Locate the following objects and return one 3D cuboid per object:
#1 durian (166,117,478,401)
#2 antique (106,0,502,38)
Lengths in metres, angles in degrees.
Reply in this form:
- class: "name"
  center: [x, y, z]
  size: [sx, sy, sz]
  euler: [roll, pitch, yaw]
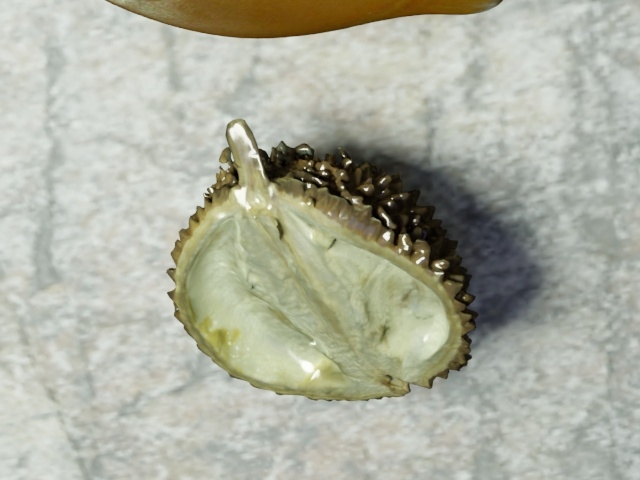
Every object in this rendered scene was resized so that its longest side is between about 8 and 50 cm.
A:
- class: "durian"
  center: [0.000, 0.000, 0.956]
  size: [0.148, 0.091, 0.188]
  euler: [-13, 133, 25]
- class: "antique"
  center: [-0.034, -0.180, 0.796]
  size: [0.278, 0.129, 0.223]
  euler: [4, 147, -14]
